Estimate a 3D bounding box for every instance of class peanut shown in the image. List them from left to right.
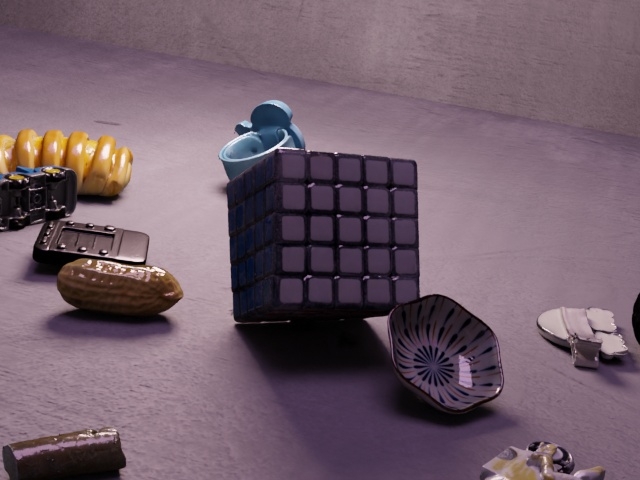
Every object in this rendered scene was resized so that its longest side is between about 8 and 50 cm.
[{"bbox_3d":[-0.310,0.075,1.581,0.194,0.083,0.093,8,-16,-11],"label":"peanut"}]

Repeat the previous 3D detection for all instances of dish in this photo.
[{"bbox_3d":[0.164,0.170,1.444,0.190,0.066,0.191,14,51,-17],"label":"dish"}]

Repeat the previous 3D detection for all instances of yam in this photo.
[{"bbox_3d":[-0.288,0.243,1.157,0.132,0.054,0.054,-4,22,-27],"label":"yam"}]

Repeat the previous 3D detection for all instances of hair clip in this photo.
[{"bbox_3d":[0.430,0.146,1.688,0.140,0.054,0.220,4,17,5],"label":"hair clip"}]

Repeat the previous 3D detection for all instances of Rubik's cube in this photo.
[{"bbox_3d":[0.000,0.000,1.556,0.238,0.237,0.237,1,-8,-22],"label":"Rubik's cube"}]

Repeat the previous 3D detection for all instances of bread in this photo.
[{"bbox_3d":[-0.547,-0.164,2.111,0.311,0.121,0.173,3,21,-9],"label":"bread"}]

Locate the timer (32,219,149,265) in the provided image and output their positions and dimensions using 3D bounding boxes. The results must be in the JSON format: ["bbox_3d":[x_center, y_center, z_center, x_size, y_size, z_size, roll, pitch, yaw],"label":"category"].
[{"bbox_3d":[-0.393,0.017,1.763,0.187,0.055,0.144,8,21,-9],"label":"timer"}]

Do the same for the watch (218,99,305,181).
[{"bbox_3d":[-0.134,-0.183,2.268,0.210,0.211,0.193,15,39,22],"label":"watch"}]

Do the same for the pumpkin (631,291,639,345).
[{"bbox_3d":[0.598,0.126,1.649,0.194,0.150,0.194,-2,12,0],"label":"pumpkin"}]

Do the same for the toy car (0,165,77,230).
[{"bbox_3d":[-0.557,-0.087,1.923,0.100,0.097,0.191,20,23,34],"label":"toy car"}]

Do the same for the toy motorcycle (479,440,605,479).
[{"bbox_3d":[0.249,0.296,1.168,0.151,0.074,0.228,27,26,38],"label":"toy motorcycle"}]
